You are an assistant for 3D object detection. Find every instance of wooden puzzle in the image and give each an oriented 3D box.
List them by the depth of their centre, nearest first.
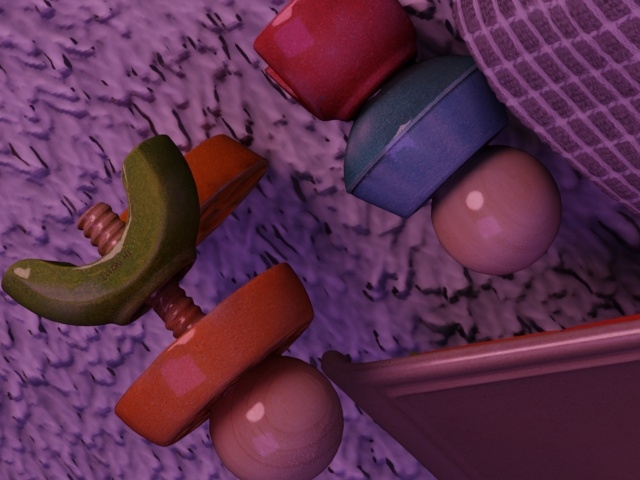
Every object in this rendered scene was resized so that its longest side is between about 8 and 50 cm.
[{"bbox_3d":[0.149,0.091,0.925,0.238,0.044,0.221,-6,148,27],"label":"wooden puzzle"}]

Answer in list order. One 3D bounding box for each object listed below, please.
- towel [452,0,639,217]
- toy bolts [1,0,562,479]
[{"bbox_3d":[0.205,-0.048,0.742,0.283,0.121,0.235,43,164,-11],"label":"towel"},{"bbox_3d":[0.000,0.000,0.884,0.228,0.218,0.158,-44,86,5],"label":"toy bolts"}]
